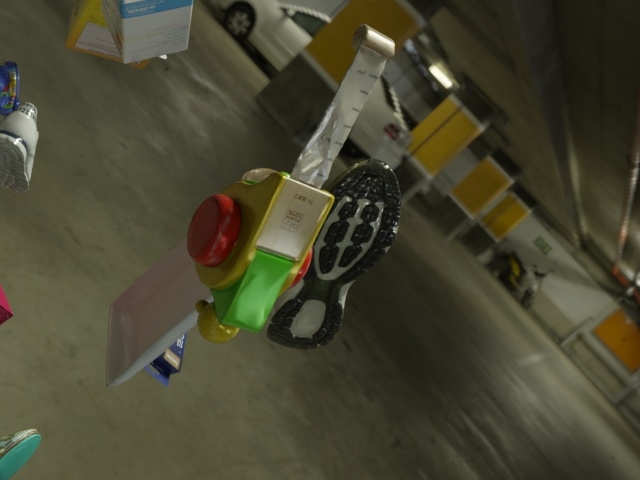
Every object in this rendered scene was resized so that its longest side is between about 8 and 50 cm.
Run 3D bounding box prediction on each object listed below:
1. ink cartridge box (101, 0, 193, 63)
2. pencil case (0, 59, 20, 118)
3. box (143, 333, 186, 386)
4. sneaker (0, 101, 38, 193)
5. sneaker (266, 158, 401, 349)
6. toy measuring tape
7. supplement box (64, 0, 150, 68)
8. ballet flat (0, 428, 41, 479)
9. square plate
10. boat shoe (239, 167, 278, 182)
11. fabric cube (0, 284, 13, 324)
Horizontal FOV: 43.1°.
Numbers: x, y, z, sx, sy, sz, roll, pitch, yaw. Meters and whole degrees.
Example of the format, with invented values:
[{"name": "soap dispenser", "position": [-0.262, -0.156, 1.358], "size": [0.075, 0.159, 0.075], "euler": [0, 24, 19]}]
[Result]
[{"name": "ink cartridge box", "position": [-0.221, -0.296, 1.020], "size": [0.092, 0.090, 0.143], "euler": [66, -21, 16]}, {"name": "pencil case", "position": [-0.743, -0.293, 1.577], "size": [0.306, 0.119, 0.133], "euler": [-6, 64, -32]}, {"name": "box", "position": [-0.379, 0.226, 1.965], "size": [0.136, 0.036, 0.225], "euler": [52, 30, -41]}, {"name": "sneaker", "position": [-0.557, -0.163, 1.485], "size": [0.090, 0.095, 0.235], "euler": [24, -28, -18]}, {"name": "sneaker", "position": [0.000, 0.000, 1.399], "size": [0.158, 0.410, 0.182], "euler": [12, 39, -22]}, {"name": "toy measuring tape", "position": [-0.041, -0.054, 0.774], "size": [0.121, 0.330, 0.121], "euler": [26, 8, -4]}, {"name": "supplement box", "position": [-0.431, -0.553, 1.813], "size": [0.194, 0.195, 0.356], "euler": [12, -13, -26]}, {"name": "ballet flat", "position": [-0.566, 0.395, 1.353], "size": [0.079, 0.221, 0.077], "euler": [19, -40, 17]}, {"name": "square plate", "position": [-0.307, 0.116, 1.693], "size": [0.049, 0.347, 0.344], "euler": [47, 7, -25]}, {"name": "boat shoe", "position": [-0.089, -0.075, 1.833], "size": [0.285, 0.103, 0.092], "euler": [35, -33, 42]}, {"name": "fabric cube", "position": [-0.859, 0.094, 1.713], "size": [0.258, 0.259, 0.254], "euler": [51, -5, 37]}]
